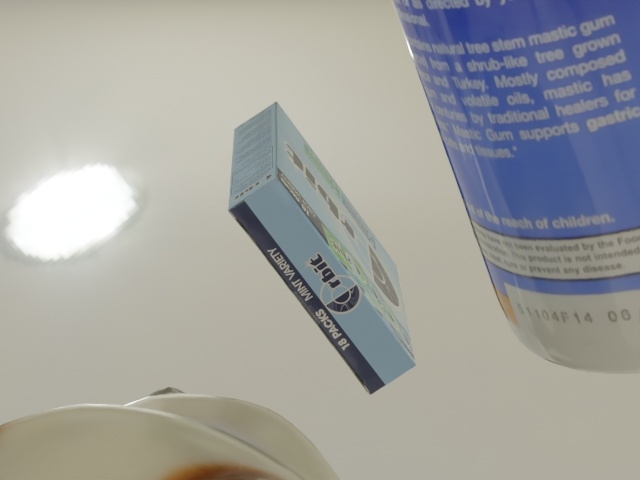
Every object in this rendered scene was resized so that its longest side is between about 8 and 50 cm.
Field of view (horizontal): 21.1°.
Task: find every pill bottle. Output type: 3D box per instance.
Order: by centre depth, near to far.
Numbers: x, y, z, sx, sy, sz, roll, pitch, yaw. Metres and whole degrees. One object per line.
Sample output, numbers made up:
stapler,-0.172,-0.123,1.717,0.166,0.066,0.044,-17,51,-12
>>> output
pill bottle,0.105,-0.099,0.657,0.152,0.272,0.152,-18,-158,8

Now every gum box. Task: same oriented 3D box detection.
gum box,0.000,0.000,1.165,0.041,0.157,0.184,-33,-163,10

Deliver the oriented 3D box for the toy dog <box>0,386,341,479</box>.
toy dog,-0.041,0.247,0.671,0.285,0.408,0.395,-7,-157,33
